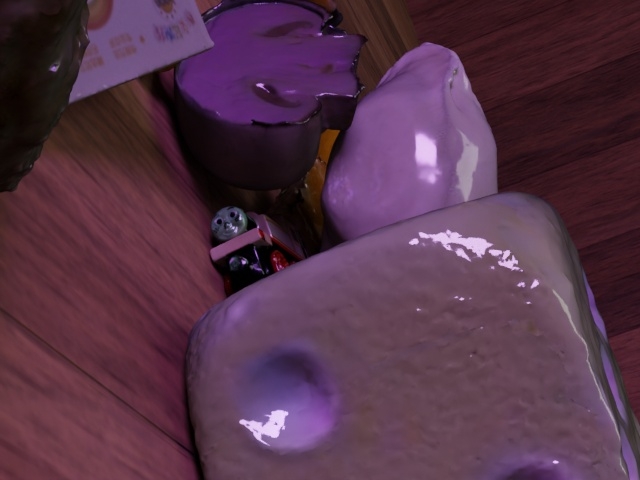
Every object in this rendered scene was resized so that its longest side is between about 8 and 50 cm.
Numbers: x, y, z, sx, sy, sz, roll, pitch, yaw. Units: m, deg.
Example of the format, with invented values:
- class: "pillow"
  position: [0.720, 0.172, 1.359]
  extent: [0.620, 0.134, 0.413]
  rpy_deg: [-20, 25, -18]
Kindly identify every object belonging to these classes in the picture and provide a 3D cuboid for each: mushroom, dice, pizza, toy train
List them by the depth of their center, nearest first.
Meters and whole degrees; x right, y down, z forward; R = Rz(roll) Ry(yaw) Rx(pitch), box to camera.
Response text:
- class: "dice"
  position: [0.074, 0.122, 0.816]
  extent: [0.249, 0.255, 0.252]
  rpy_deg: [68, 13, 8]
- class: "toy train"
  position: [-0.043, 0.016, 0.974]
  extent: [0.087, 0.050, 0.138]
  rpy_deg: [69, 12, 21]
- class: "mushroom"
  position: [-0.045, -0.108, 0.983]
  extent: [0.188, 0.141, 0.117]
  rpy_deg: [-85, -171, -46]
- class: "pizza"
  position: [0.000, 0.000, 1.154]
  extent: [0.147, 0.069, 0.226]
  rpy_deg: [56, 24, -22]

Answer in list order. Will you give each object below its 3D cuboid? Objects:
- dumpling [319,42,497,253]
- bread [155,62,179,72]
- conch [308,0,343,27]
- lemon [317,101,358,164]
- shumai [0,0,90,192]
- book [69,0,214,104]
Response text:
- class: "dumpling"
  position: [0.065, -0.040, 1.017]
  extent: [0.132, 0.162, 0.250]
  rpy_deg: [19, 70, -51]
- class: "bread"
  position: [-0.130, -0.163, 0.919]
  extent: [0.088, 0.034, 0.049]
  rpy_deg: [64, 26, -6]
- class: "conch"
  position: [-0.045, -0.268, 1.362]
  extent: [0.232, 0.086, 0.080]
  rpy_deg: [50, 23, -54]
- class: "lemon"
  position: [0.079, -0.059, 1.344]
  extent: [0.178, 0.178, 0.203]
  rpy_deg: [25, 48, -74]
- class: "shumai"
  position: [-0.182, -0.152, 0.485]
  extent: [0.222, 0.204, 0.271]
  rpy_deg: [178, -82, -74]
- class: "book"
  position: [-0.171, -0.226, 0.721]
  extent: [0.208, 0.020, 0.295]
  rpy_deg: [-39, 109, -59]
